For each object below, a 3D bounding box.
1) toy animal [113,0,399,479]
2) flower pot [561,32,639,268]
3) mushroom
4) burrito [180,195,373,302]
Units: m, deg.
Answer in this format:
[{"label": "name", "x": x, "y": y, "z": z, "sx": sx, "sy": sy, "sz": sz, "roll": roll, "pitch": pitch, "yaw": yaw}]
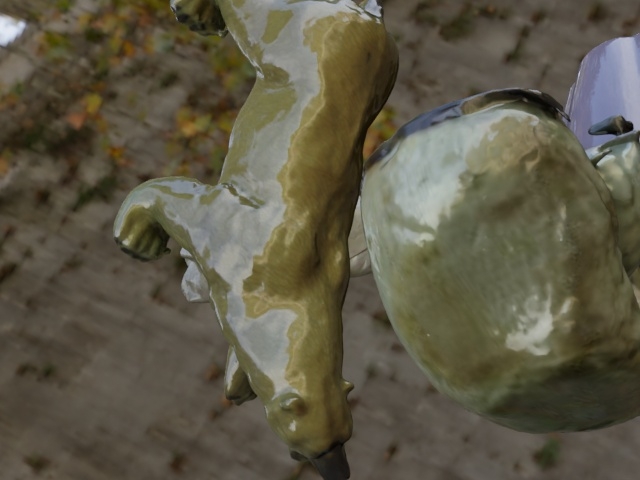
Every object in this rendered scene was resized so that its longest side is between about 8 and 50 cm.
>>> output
[{"label": "toy animal", "x": -0.014, "y": -0.014, "z": 0.567, "sx": 0.103, "sy": 0.101, "sz": 0.218, "roll": 27, "pitch": -111, "yaw": -41}, {"label": "flower pot", "x": 0.376, "y": -0.095, "z": 1.498, "sx": 0.265, "sy": 0.265, "sz": 0.243, "roll": 86, "pitch": -174, "yaw": -50}, {"label": "mushroom", "x": 0.132, "y": 0.037, "z": 0.896, "sx": 0.267, "sy": 0.189, "sz": 0.164, "roll": 67, "pitch": -165, "yaw": -58}, {"label": "burrito", "x": 0.000, "y": 0.000, "z": 1.277, "sx": 0.059, "sy": 0.275, "sz": 0.082, "roll": -110, "pitch": 8, "yaw": -77}]
